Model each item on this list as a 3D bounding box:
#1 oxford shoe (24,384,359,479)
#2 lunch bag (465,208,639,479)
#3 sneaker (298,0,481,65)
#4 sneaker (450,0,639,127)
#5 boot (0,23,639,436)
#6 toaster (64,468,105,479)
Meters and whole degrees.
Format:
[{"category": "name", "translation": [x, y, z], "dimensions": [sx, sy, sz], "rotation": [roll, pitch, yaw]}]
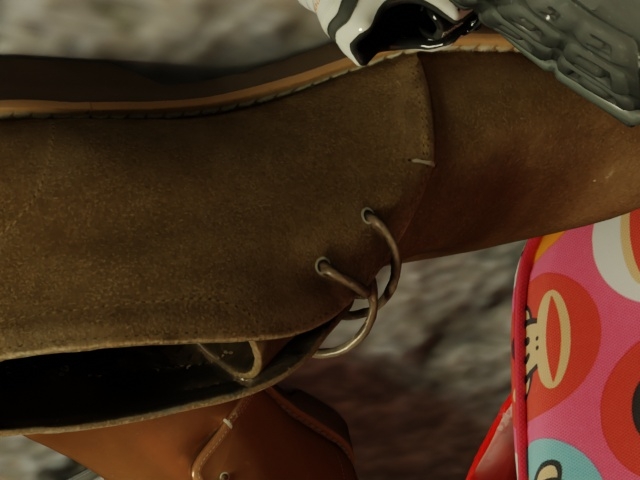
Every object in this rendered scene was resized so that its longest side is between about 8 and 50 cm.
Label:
[{"category": "oxford shoe", "translation": [-0.048, 0.090, 0.698], "dimensions": [0.076, 0.076, 0.212], "rotation": [-37, 139, 23]}, {"category": "lunch bag", "translation": [0.168, 0.104, 0.626], "dimensions": [0.258, 0.293, 0.120], "rotation": [-14, 152, 34]}, {"category": "sneaker", "translation": [0.048, -0.081, 0.552], "dimensions": [0.109, 0.043, 0.040], "rotation": [-16, 141, -11]}, {"category": "sneaker", "translation": [0.117, -0.093, 0.465], "dimensions": [0.130, 0.109, 0.286], "rotation": [-59, 170, 17]}, {"category": "boot", "translation": [0.000, 0.000, 0.574], "dimensions": [0.305, 0.115, 0.112], "rotation": [-8, 140, -19]}, {"category": "toaster", "translation": [-0.084, 0.199, 0.745], "dimensions": [0.110, 0.168, 0.186], "rotation": [-33, 144, 11]}]
